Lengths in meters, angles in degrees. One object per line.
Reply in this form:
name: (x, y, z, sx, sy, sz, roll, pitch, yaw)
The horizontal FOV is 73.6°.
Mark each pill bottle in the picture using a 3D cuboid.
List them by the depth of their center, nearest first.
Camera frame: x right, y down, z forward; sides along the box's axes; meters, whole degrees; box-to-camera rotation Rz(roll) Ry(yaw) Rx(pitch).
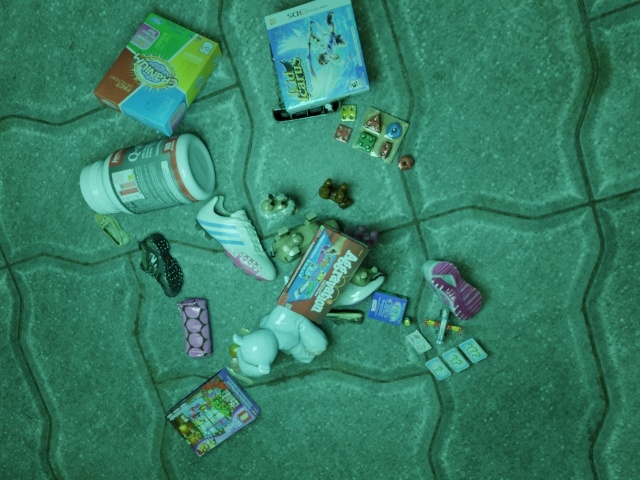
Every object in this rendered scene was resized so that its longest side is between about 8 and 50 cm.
pill bottle: (-0.538, -0.196, 1.341, 0.363, 0.210, 0.210, -11, 98, 11)

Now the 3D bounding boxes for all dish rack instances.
dish rack: (-0.054, -0.498, 1.280, 0.209, 0.074, 0.271, -7, 97, 9)

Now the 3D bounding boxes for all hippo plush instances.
hippo plush: (-0.124, 0.319, 1.299, 0.234, 0.236, 0.294, 38, 136, 9)

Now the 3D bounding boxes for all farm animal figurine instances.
farm animal figurine: (0.000, 0.000, 1.287, 0.327, 0.172, 0.330, -11, 76, -11)

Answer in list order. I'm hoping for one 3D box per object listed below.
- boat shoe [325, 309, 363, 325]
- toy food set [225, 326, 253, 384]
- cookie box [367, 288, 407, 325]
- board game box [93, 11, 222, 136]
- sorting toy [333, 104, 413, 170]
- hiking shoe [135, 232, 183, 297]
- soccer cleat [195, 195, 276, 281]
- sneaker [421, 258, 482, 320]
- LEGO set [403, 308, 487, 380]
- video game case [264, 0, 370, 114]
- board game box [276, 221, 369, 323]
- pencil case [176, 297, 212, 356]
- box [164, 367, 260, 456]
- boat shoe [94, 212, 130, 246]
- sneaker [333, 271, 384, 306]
boat shoe: (0.062, 0.253, 1.397, 0.152, 0.056, 0.049, 0, 94, 9)
toy food set: (-0.259, 0.411, 1.486, 0.133, 0.038, 0.191, 23, 103, 5)
cookie box: (0.214, 0.212, 1.372, 0.107, 0.040, 0.091, 15, 102, 6)
board game box: (-0.483, -0.502, 1.289, 0.242, 0.064, 0.316, 26, 77, 4)
sorting toy: (0.169, -0.320, 1.286, 0.275, 0.046, 0.132, 26, 102, 5)
hiking shoe: (-0.555, 0.093, 1.470, 0.114, 0.086, 0.226, -19, 90, 26)
soccer cleat: (-0.252, -0.009, 1.374, 0.331, 0.116, 0.143, 40, 104, 1)
sneaker: (0.398, 0.139, 1.303, 0.103, 0.111, 0.252, -39, 113, 1)
LEGO set: (0.372, 0.320, 1.339, 0.182, 0.060, 0.244, -38, 94, 26)
video game case: (-0.008, -0.523, 1.204, 0.245, 0.061, 0.269, -13, 95, 11)
board game box: (0.002, 0.097, 1.177, 0.145, 0.027, 0.281, 26, 115, -9)
pencil case: (-0.431, 0.301, 1.471, 0.098, 0.095, 0.209, -9, 97, -25)
box: (-0.388, 0.614, 1.525, 0.293, 0.057, 0.201, -40, 92, 17)
boat shoe: (-0.729, -0.042, 1.483, 0.056, 0.048, 0.153, -39, 92, 13)
sneaker: (0.047, 0.136, 1.349, 0.305, 0.114, 0.152, -17, 97, 12)
